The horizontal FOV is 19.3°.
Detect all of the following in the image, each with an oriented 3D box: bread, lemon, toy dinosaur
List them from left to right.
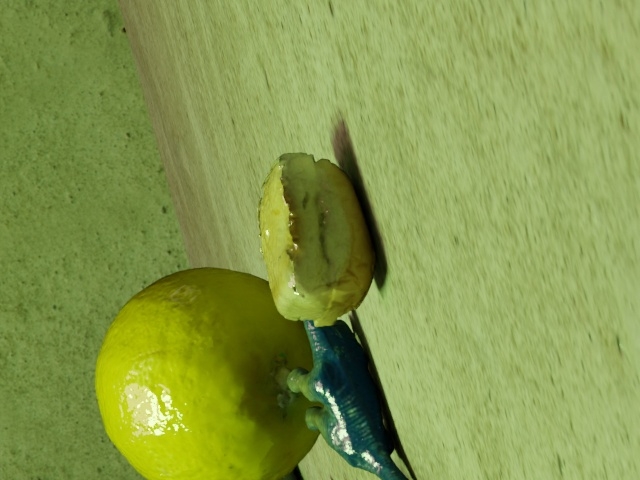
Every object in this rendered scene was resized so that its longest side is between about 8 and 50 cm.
[{"bbox_3d":[-0.096,0.145,1.903,0.219,0.240,0.240,0,109,52],"label":"lemon"},{"bbox_3d":[-0.001,-0.001,1.445,0.106,0.082,0.125,138,126,-71],"label":"bread"},{"bbox_3d":[0.035,0.132,1.608,0.188,0.075,0.247,-166,65,-70],"label":"toy dinosaur"}]

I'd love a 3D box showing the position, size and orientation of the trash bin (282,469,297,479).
[{"bbox_3d":[-0.100,0.425,2.637,0.250,0.219,0.219,-105,5,-55],"label":"trash bin"}]
